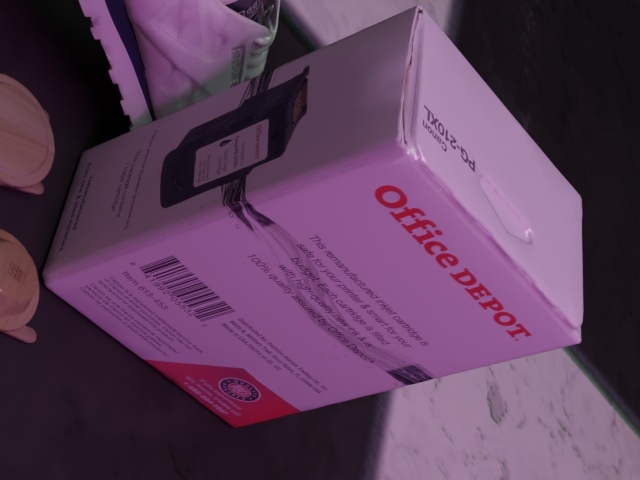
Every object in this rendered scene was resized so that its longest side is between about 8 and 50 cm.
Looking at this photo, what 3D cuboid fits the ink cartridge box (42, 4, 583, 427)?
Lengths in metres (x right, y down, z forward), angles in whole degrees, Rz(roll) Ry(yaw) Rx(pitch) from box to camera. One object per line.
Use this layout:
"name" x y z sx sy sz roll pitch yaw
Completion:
"ink cartridge box" 0.000 0.000 0.723 0.172 0.237 0.100 43 42 -36

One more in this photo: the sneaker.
"sneaker" -0.065 -0.110 0.759 0.235 0.095 0.090 71 15 -61

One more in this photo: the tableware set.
"tableware set" -0.186 -0.025 0.665 0.141 0.020 0.169 23 54 -51
